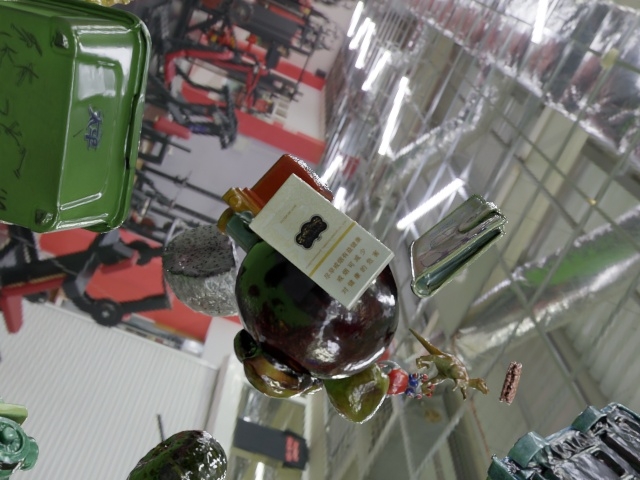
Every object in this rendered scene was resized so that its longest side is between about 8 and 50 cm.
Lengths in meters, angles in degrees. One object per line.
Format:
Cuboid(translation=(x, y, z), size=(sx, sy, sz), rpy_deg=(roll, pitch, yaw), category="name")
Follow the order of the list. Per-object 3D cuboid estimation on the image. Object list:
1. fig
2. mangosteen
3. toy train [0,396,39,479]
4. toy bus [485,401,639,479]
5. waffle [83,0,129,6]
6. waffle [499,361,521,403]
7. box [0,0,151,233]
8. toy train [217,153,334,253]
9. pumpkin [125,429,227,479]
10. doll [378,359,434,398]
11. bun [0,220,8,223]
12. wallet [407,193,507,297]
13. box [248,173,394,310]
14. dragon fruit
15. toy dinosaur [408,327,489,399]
Cuboid(translation=(0.080, 0.334, 1.568), size=(0.144, 0.154, 0.165), rpy_deg=(-17, 111, -80), category="fig")
Cuboid(translation=(-0.021, 0.136, 1.232), size=(0.347, 0.307, 0.307), rpy_deg=(-56, -169, 9), category="mangosteen")
Cuboid(translation=(-0.595, 0.267, 0.995), size=(0.150, 0.369, 0.237), rpy_deg=(-49, -129, 13), category="toy train")
Cuboid(translation=(0.318, 0.330, 0.841), size=(0.152, 0.312, 0.190), rpy_deg=(38, -59, 39), category="toy bus")
Cuboid(translation=(-0.458, -0.502, 1.332), size=(0.300, 0.282, 0.058), rpy_deg=(-62, 163, -46), category="waffle")
Cuboid(translation=(0.370, 0.274, 1.335), size=(0.075, 0.029, 0.083), rpy_deg=(-17, 120, -70), category="waffle")
Cuboid(translation=(-0.398, -0.177, 0.954), size=(0.178, 0.253, 0.328), rpy_deg=(-33, 136, -72), category="box")
Cuboid(translation=(-0.074, -0.048, 1.467), size=(0.231, 0.163, 0.369), rpy_deg=(-45, 162, 7), category="toy train")
Cuboid(translation=(-0.290, 0.481, 1.386), size=(0.224, 0.157, 0.223), rpy_deg=(-35, 179, -1), category="pumpkin")
Cuboid(translation=(0.218, 0.391, 1.908), size=(0.062, 0.195, 0.104), rpy_deg=(-78, 180, -54), category="doll")
Cuboid(translation=(-0.828, -0.143, 1.887), size=(0.210, 0.116, 0.237), rpy_deg=(-38, 160, -25), category="bun")
Cuboid(translation=(0.276, 0.006, 1.408), size=(0.223, 0.077, 0.309), rpy_deg=(-35, -174, 11), category="wallet")
Cuboid(translation=(0.000, 0.000, 0.858), size=(0.090, 0.167, 0.024), rpy_deg=(-50, 164, -3), category="box")
Cuboid(translation=(-0.323, 0.107, 1.939), size=(0.283, 0.204, 0.221), rpy_deg=(-110, -173, -55), category="dragon fruit")
Cuboid(translation=(0.243, 0.229, 1.311), size=(0.039, 0.126, 0.162), rpy_deg=(78, 5, -54), category="toy dinosaur")
